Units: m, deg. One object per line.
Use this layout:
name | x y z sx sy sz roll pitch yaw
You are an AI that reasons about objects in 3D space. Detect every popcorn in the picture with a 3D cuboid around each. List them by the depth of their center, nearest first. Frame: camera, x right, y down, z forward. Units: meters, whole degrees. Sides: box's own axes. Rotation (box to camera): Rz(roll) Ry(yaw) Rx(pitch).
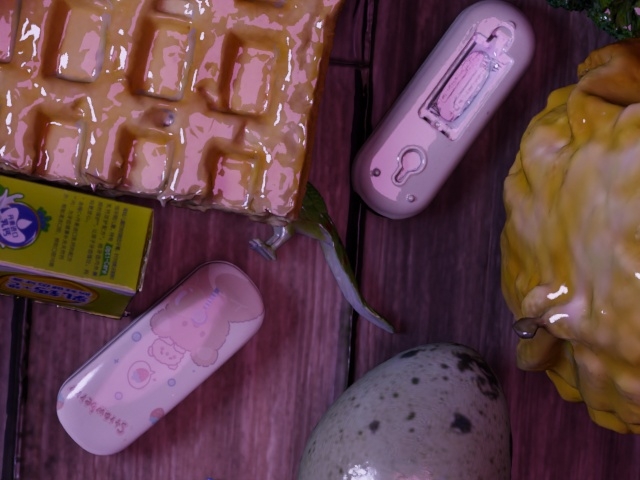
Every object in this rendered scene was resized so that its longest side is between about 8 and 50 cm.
popcorn | 0.324 0.004 1.561 0.382 0.349 0.349 1 93 -24

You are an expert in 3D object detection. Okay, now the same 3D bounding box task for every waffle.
waffle | -0.153 -0.180 1.576 0.348 0.077 0.304 11 89 -1

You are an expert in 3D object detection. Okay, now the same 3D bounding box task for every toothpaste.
toothpaste | -0.304 -0.013 1.556 0.327 0.110 0.077 12 72 -10

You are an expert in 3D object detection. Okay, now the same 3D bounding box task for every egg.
egg | 0.077 0.190 1.607 0.177 0.177 0.228 28 75 -10

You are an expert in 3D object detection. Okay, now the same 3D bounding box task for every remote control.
remote control | 0.109 -0.115 1.661 0.078 0.042 0.221 37 86 -10

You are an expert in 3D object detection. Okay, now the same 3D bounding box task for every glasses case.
glasses case | -0.137 0.100 1.627 0.204 0.051 0.081 -43 100 -5

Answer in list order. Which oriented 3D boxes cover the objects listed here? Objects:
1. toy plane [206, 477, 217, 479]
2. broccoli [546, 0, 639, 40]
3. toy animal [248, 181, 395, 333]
toy plane | -0.126 0.241 1.642 0.167 0.054 0.062 -7 69 -10
broccoli | 0.305 -0.300 1.571 0.297 0.297 0.297 -21 127 -30
toy animal | -0.014 0.008 1.649 0.075 0.041 0.217 -32 102 -14
